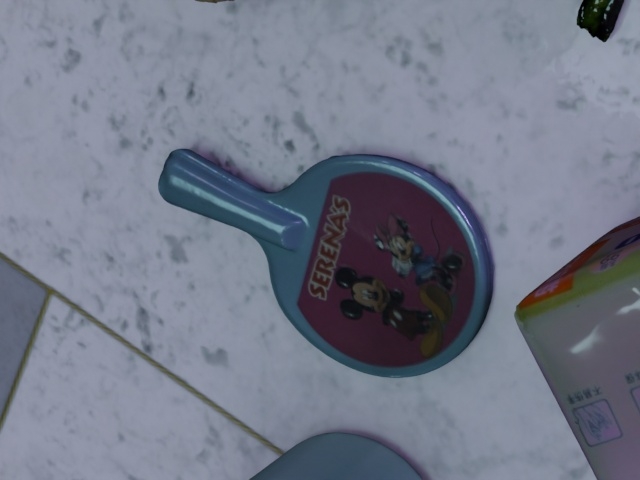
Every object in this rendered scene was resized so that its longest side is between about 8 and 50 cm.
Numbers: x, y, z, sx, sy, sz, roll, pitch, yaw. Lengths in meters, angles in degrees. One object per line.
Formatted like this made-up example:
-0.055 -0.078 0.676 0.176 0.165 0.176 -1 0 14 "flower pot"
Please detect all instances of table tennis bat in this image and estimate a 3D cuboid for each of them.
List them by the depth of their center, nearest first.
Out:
0.000 0.000 1.003 0.244 0.040 0.153 25 116 15 "table tennis bat"

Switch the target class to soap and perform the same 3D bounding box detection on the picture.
0.237 0.040 0.799 0.199 0.182 0.138 -24 92 31 "soap"

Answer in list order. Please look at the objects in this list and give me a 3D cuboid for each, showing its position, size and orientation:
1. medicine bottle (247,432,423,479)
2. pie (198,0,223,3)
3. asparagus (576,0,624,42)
-0.022 0.222 0.968 0.139 0.225 0.139 8 107 26 "medicine bottle"
-0.051 -0.302 0.908 0.339 0.083 0.339 9 112 25 "pie"
0.198 -0.218 0.837 0.022 0.023 0.233 10 118 -23 "asparagus"
